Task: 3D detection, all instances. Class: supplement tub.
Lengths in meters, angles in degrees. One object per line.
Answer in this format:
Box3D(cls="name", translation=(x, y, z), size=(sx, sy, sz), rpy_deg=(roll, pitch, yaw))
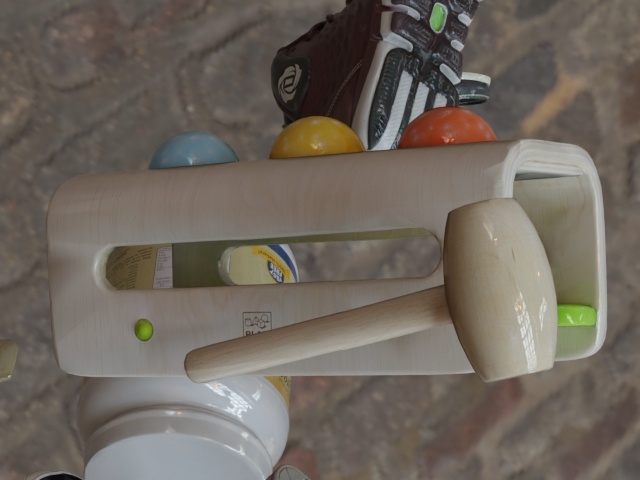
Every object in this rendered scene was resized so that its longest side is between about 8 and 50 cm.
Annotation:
Box3D(cls="supplement tub", translation=(-0.143, 0.138, 1.846), size=(0.228, 0.228, 0.316), rpy_deg=(58, 25, -43))

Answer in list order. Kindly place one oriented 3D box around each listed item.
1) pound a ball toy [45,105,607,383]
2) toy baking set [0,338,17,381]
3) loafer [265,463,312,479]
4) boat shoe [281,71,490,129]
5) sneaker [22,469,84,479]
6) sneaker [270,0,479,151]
Box3D(cls="pound a ball toy", translation=(0.000, 0.000, 0.850), size=(0.208, 0.319, 0.135), rpy_deg=(1, 86, -59))
Box3D(cls="toy baking set", translation=(-0.378, 0.176, 1.526), size=(0.256, 0.197, 0.030), rpy_deg=(-23, 142, -12))
Box3D(cls="loafer", translation=(-0.002, 0.258, 1.553), size=(0.039, 0.125, 0.045), rpy_deg=(-45, 180, 43))
Box3D(cls="boat shoe", translation=(0.072, -0.132, 1.780), size=(0.233, 0.084, 0.079), rpy_deg=(-11, 88, -18))
Box3D(cls="sneaker", translation=(-0.184, 0.273, 1.602), size=(0.217, 0.121, 0.079), rpy_deg=(43, 54, -53))
Box3D(cls="sneaker", translation=(0.036, -0.174, 1.225), size=(0.106, 0.162, 0.281), rpy_deg=(34, 66, -35))
